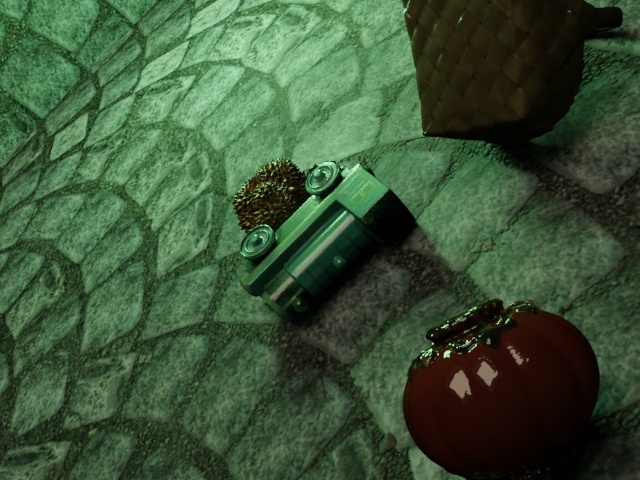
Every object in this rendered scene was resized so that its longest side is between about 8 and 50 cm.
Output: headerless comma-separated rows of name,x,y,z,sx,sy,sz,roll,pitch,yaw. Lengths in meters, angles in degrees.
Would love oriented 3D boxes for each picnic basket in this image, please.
picnic basket,0.315,-0.325,1.365,0.293,0.337,0.337,0,53,53

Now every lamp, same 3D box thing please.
lamp,0.206,0.176,0.971,0.227,0.227,0.227,-27,38,23

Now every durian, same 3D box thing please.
durian,-0.083,-0.073,1.588,0.168,0.137,0.158,-20,19,51

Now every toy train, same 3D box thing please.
toy train,0.000,0.000,1.435,0.298,0.120,0.194,-45,39,-2
